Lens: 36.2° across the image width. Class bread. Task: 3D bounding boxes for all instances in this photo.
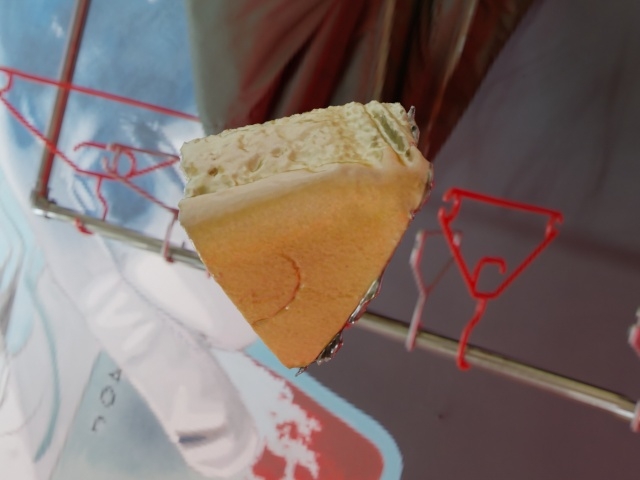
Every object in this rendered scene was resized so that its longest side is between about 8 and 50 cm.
[{"bbox_3d":[0.000,0.000,0.688,0.169,0.160,0.140,-14,-143,-2],"label":"bread"}]
